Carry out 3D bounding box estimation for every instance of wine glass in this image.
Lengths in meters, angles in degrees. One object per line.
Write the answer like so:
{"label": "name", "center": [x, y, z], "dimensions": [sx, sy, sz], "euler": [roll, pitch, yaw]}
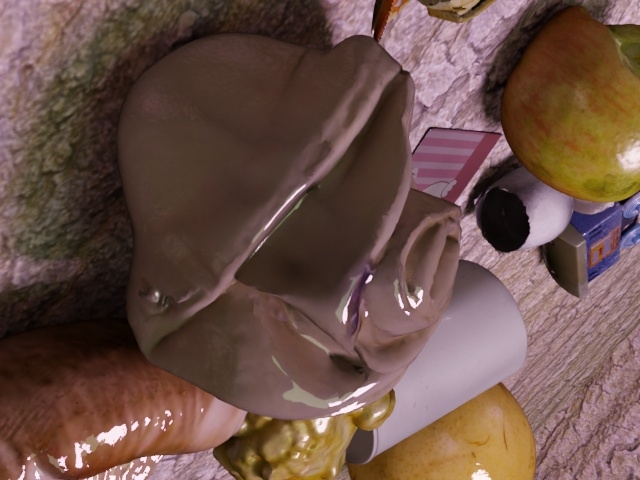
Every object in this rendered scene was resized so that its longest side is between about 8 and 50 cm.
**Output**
{"label": "wine glass", "center": [0.347, -0.065, 1.592], "dimensions": [0.241, 0.126, 0.126], "euler": [-21, 145, -41]}

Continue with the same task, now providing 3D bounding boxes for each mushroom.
{"label": "mushroom", "center": [-0.254, 0.168, 1.020], "dimensions": [0.397, 0.224, 0.313], "euler": [-40, 142, -21]}

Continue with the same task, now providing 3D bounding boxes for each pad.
{"label": "pad", "center": [0.128, -0.033, 1.456], "dimensions": [0.202, 0.005, 0.299], "euler": [-4, 133, -53]}

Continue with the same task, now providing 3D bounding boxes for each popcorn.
{"label": "popcorn", "center": [-0.039, 0.195, 1.241], "dimensions": [0.255, 0.195, 0.256], "euler": [-19, 128, -30]}

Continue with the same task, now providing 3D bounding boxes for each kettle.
{"label": "kettle", "center": [0.116, 0.177, 1.575], "dimensions": [0.318, 0.265, 0.205], "euler": [-27, 117, -31]}

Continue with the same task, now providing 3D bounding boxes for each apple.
{"label": "apple", "center": [0.366, -0.173, 1.347], "dimensions": [0.246, 0.226, 0.246], "euler": [-36, 155, -20]}

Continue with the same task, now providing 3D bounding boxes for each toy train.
{"label": "toy train", "center": [0.490, -0.031, 1.849], "dimensions": [0.202, 0.131, 0.299], "euler": [-36, 153, -1]}

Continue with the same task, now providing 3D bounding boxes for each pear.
{"label": "pear", "center": [0.215, 0.380, 1.837], "dimensions": [0.348, 0.348, 0.348], "euler": [-34, 152, -21]}

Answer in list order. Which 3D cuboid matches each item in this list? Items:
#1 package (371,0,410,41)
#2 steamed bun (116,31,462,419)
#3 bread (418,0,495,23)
{"label": "package", "center": [0.080, -0.261, 0.981], "dimensions": [0.120, 0.031, 0.108], "euler": [-64, 175, -48]}
{"label": "steamed bun", "center": [0.000, 0.000, 0.957], "dimensions": [0.342, 0.255, 0.367], "euler": [-23, 125, -48]}
{"label": "bread", "center": [0.161, -0.294, 1.063], "dimensions": [0.156, 0.064, 0.117], "euler": [-37, 149, -11]}
